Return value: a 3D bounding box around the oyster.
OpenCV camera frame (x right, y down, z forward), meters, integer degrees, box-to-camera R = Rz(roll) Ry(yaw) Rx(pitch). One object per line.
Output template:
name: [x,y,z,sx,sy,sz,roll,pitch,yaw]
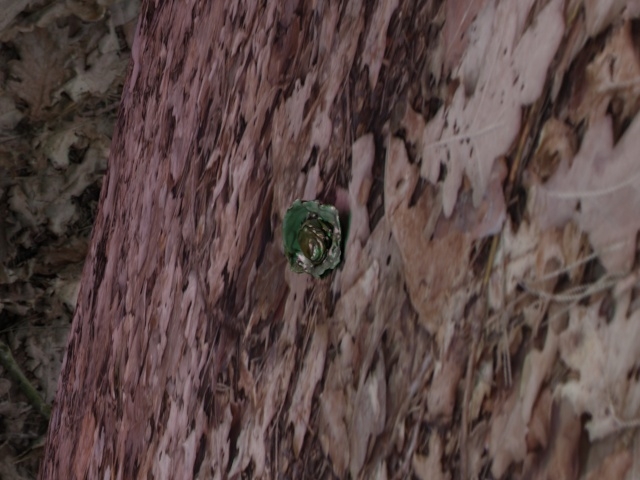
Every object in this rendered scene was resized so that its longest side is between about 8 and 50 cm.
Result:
oyster: [0.000,0.001,1.340,0.100,0.037,0.098,27,127,51]
